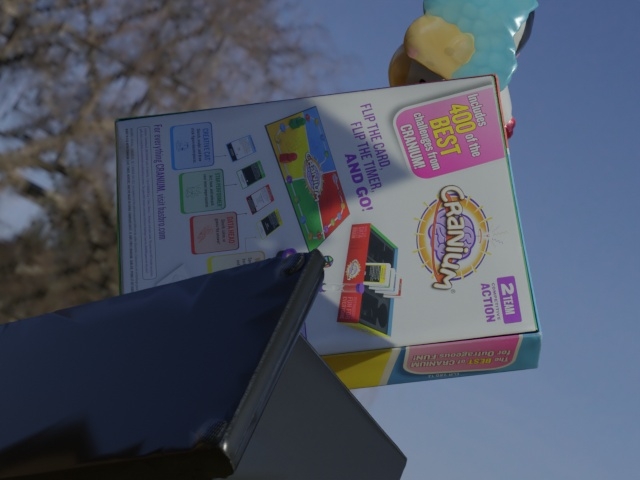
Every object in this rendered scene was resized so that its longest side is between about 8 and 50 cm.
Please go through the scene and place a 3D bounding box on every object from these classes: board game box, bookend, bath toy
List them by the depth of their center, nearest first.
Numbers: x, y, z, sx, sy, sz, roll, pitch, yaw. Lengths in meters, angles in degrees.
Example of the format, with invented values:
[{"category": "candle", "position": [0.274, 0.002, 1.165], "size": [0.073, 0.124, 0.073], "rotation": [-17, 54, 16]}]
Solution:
[{"category": "bookend", "position": [-0.030, 0.093, 0.486], "size": [0.157, 0.072, 0.156], "rotation": [-15, -53, 39]}, {"category": "board game box", "position": [0.000, 0.000, 1.226], "size": [0.317, 0.242, 0.064], "rotation": [-6, -29, 2]}, {"category": "bath toy", "position": [0.141, -0.161, 1.501], "size": [0.129, 0.151, 0.348], "rotation": [62, 2, 7]}]
